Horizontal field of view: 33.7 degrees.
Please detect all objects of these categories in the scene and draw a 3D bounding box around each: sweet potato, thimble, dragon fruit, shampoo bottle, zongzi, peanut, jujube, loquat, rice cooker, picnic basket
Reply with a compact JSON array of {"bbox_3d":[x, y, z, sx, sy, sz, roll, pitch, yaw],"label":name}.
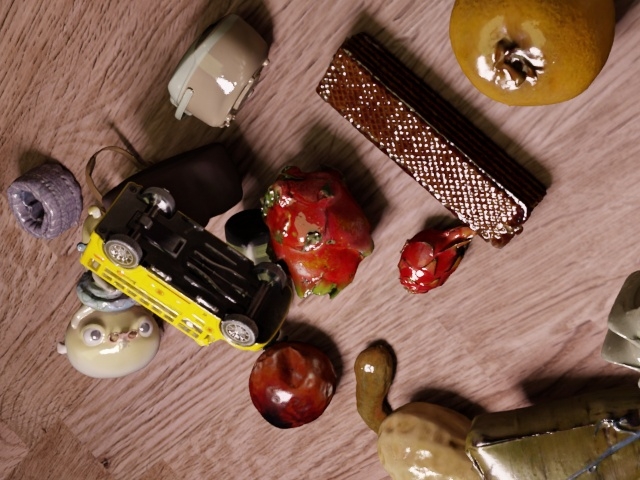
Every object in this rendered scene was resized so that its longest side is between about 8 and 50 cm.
[{"bbox_3d":[0.102,0.288,1.960,0.081,0.062,0.233,12,129,30],"label":"sweet potato"},{"bbox_3d":[-0.572,-0.082,2.201,0.150,0.098,0.150,21,129,27],"label":"thimble"},{"bbox_3d":[0.198,0.009,1.686,0.190,0.094,0.094,-42,90,22],"label":"dragon fruit"},{"bbox_3d":[-0.111,0.084,1.952,0.101,0.101,0.284,15,127,30],"label":"shampoo bottle"},{"bbox_3d":[0.424,0.421,1.642,0.323,0.160,0.361,-15,88,24],"label":"zongzi"},{"bbox_3d":[-0.021,-0.005,1.772,0.200,0.198,0.269,24,143,-5],"label":"dragon fruit"},{"bbox_3d":[0.267,0.427,1.841,0.387,0.169,0.192,31,121,16],"label":"peanut"},{"bbox_3d":[-0.053,0.288,2.017,0.168,0.168,0.236,32,151,17],"label":"jujube"},{"bbox_3d":[0.268,-0.268,1.341,0.208,0.208,0.208,20,130,26],"label":"loquat"},{"bbox_3d":[-0.166,-0.273,1.720,0.127,0.145,0.206,34,138,1],"label":"rice cooker"},{"bbox_3d":[-0.369,-0.098,2.006,0.178,0.128,0.137,42,136,-19],"label":"picnic basket"}]

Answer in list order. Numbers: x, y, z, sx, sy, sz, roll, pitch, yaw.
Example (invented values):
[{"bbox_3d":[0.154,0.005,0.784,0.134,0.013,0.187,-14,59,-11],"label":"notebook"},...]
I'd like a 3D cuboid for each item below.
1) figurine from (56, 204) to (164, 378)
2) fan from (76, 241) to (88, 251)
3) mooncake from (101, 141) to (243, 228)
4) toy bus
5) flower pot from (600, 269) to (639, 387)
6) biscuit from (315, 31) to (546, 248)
[{"bbox_3d":[-0.447,0.085,2.187,0.274,0.226,0.394,45,138,47],"label":"figurine"},{"bbox_3d":[-0.378,0.007,2.063,0.016,0.193,0.038,-145,53,-65],"label":"fan"},{"bbox_3d":[-0.255,-0.079,1.853,0.245,0.245,0.133,-19,106,44],"label":"mooncake"},{"bbox_3d":[-0.215,0.061,1.711,0.330,0.144,0.152,35,137,-7],"label":"toy bus"},{"bbox_3d":[0.554,0.080,1.385,0.254,0.164,0.367,34,135,7],"label":"flower pot"},{"bbox_3d":[0.166,-0.151,1.595,0.388,0.073,0.107,42,137,7],"label":"biscuit"}]
